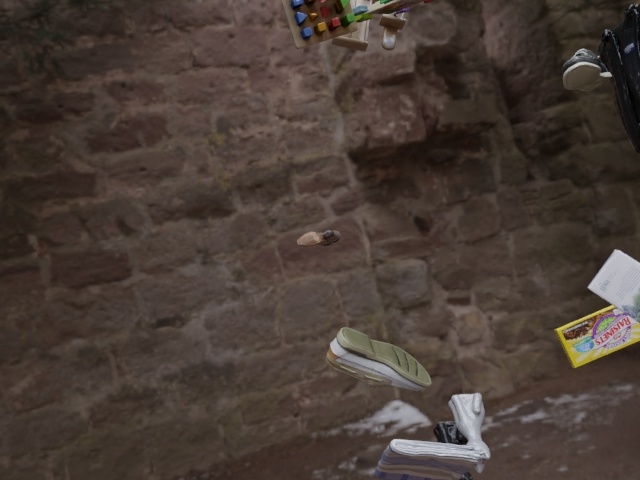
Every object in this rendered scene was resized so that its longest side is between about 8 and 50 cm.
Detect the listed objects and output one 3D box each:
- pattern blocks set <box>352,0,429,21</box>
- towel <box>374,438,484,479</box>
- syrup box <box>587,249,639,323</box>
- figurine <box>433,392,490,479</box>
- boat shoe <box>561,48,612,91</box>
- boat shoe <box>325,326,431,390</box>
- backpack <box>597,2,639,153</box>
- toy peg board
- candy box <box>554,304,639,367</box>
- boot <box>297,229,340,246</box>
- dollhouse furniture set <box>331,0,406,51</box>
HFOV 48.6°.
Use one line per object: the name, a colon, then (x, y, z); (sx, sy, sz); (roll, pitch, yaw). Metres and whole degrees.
pattern blocks set: (0.224, -0.700, 2.085); (0.285, 0.026, 0.325); (-13, 9, 25)
towel: (0.243, 0.524, 1.648); (0.209, 0.034, 0.285); (6, -32, -1)
syrup box: (0.640, 0.120, 1.348); (0.093, 0.237, 0.096); (-58, -21, 13)
figurine: (0.386, 0.546, 1.883); (0.092, 0.209, 0.215); (7, -49, -10)
boat shoe: (0.574, -0.381, 1.560); (0.084, 0.079, 0.233); (-28, -9, 33)
boat shoe: (0.155, 0.339, 1.915); (0.302, 0.103, 0.113); (28, 23, -15)
backpack: (0.849, -0.382, 1.741); (0.273, 0.355, 0.290); (9, -21, -8)
toy peg board: (-0.001, -0.563, 1.686); (0.160, 0.161, 0.079); (-20, 9, -9)
candy box: (0.695, 0.228, 1.746); (0.206, 0.105, 0.027); (-23, -9, -1)
boot: (0.000, 0.000, 2.031); (0.118, 0.042, 0.087); (-14, -16, 11)
dollhouse furniture set: (0.144, -0.742, 2.135); (0.303, 0.174, 0.355); (10, -17, -7)
